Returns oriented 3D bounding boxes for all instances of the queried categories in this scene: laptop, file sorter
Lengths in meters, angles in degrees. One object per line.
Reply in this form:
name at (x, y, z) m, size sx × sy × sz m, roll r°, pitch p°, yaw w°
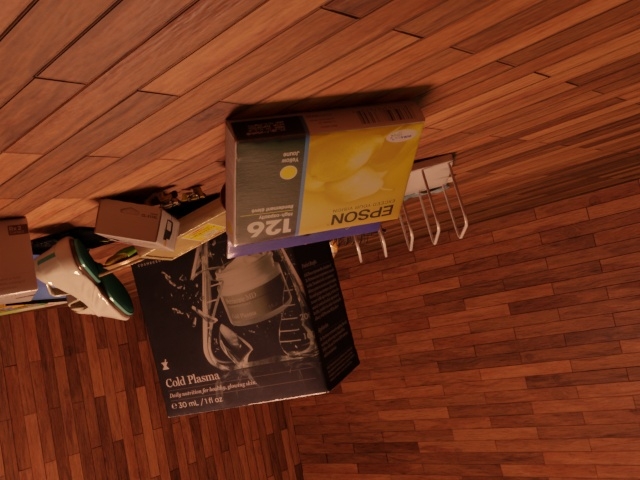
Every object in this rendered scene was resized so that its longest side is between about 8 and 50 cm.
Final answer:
laptop at (-0.614, 0.067, 1.663) m, size 0.264 × 0.137 × 0.234 m, roll -14°, pitch 174°, yaw 20°
file sorter at (0.197, -0.068, 1.619) m, size 0.277 × 0.173 × 0.193 m, roll -14°, pitch 166°, yaw 3°

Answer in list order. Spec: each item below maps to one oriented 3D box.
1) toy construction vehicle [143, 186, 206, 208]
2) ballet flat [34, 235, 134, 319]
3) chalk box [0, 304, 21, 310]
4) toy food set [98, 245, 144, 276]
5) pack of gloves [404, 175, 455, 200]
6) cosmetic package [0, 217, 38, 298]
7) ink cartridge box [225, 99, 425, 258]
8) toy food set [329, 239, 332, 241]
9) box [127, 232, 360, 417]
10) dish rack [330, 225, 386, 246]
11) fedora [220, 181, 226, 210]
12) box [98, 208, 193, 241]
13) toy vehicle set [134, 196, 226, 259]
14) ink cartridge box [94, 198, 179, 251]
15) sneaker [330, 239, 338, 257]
toy construction vehicle at (-0.297, -0.088, 1.354) m, size 0.098 × 0.035 × 0.086 m, roll -13°, pitch -176°, yaw 30°
ballet flat at (-0.579, 0.109, 1.624) m, size 0.139 × 0.139 × 0.400 m, roll -11°, pitch 156°, yaw -1°
chalk box at (-0.809, 0.118, 1.788) m, size 0.212 × 0.132 × 0.132 m, roll -10°, pitch 174°, yaw -13°
toy food set at (-0.466, 0.030, 1.612) m, size 0.132 × 0.039 × 0.192 m, roll -22°, pitch -170°, yaw 1°
pack of gloves at (0.274, -0.129, 1.947) m, size 0.231 × 0.046 × 0.195 m, roll -12°, pitch 173°, yaw 5°
cosmetic package at (-0.670, 0.052, 1.354) m, size 0.151 × 0.152 × 0.183 m, roll -9°, pitch 173°, yaw -29°
ink cartridge box at (-0.004, -0.078, 1.105) m, size 0.303 × 0.072 × 0.307 m, roll -11°, pitch 137°, yaw -17°
toy food set at (0.043, -0.076, 1.924) m, size 0.232 × 0.105 × 0.111 m, roll -34°, pitch 150°, yaw 26°
box at (-0.200, 0.181, 1.804) m, size 0.479 × 0.472 × 0.297 m, roll -14°, pitch 179°, yaw 20°
dish rack at (0.060, -0.022, 2.092) m, size 0.271 × 0.074 × 0.208 m, roll 9°, pitch -170°, yaw 38°
fedora at (-0.089, -0.097, 1.240) m, size 0.194 × 0.194 × 0.079 m, roll -8°, pitch 137°, yaw -26°
box at (-0.402, -0.032, 1.600) m, size 0.184 × 0.045 × 0.190 m, roll -11°, pitch 175°, yaw 17°
toy vehicle set at (-0.280, -0.031, 1.555) m, size 0.266 × 0.035 × 0.166 m, roll -27°, pitch 171°, yaw 9°
ink cartridge box at (-0.375, -0.029, 1.377) m, size 0.127 × 0.073 × 0.175 m, roll 9°, pitch 174°, yaw 1°
sneaker at (0.000, 0.000, 2.468) m, size 0.130 × 0.112 × 0.296 m, roll 6°, pitch 172°, yaw -1°
